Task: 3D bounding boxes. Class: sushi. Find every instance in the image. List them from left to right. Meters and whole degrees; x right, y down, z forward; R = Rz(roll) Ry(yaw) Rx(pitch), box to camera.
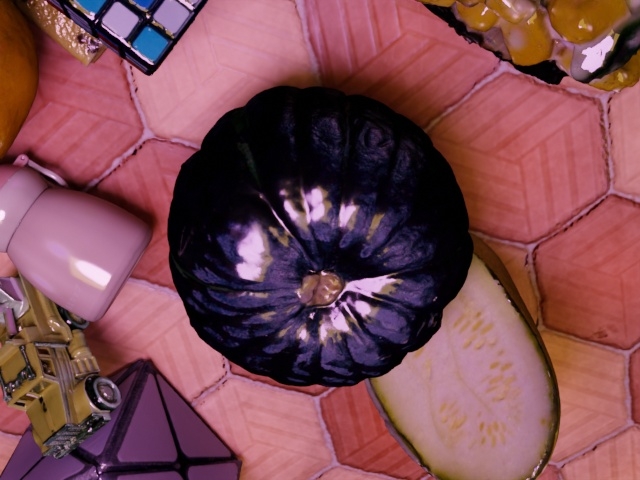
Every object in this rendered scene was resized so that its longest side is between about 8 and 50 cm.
[{"bbox_3d":[0.269,-0.298,0.797,0.329,0.285,0.328,42,110,-18],"label":"sushi"}]

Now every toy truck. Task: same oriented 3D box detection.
[{"bbox_3d":[-0.376,0.151,1.052,0.128,0.135,0.259,-39,67,18],"label":"toy truck"}]

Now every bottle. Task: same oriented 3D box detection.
[{"bbox_3d":[-0.349,-0.012,1.029,0.237,0.147,0.147,31,113,-9],"label":"bottle"}]

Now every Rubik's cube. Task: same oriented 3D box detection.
[{"bbox_3d":[-0.292,0.369,1.148,0.260,0.254,0.259,-34,111,16],"label":"Rubik's cube"},{"bbox_3d":[-0.197,-0.298,0.840,0.187,0.184,0.182,37,90,-14],"label":"Rubik's cube"}]

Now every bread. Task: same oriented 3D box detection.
[{"bbox_3d":[-0.331,-0.310,0.936,0.226,0.049,0.088,41,110,-16],"label":"bread"}]

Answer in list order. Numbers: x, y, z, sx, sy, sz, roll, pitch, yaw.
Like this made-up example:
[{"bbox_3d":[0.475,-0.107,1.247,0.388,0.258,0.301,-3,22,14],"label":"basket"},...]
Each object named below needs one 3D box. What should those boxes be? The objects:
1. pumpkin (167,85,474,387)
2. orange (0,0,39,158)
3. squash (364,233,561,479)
[{"bbox_3d":[0.000,0.000,0.959,0.364,0.266,0.363,-1,112,-2],"label":"pumpkin"},{"bbox_3d":[-0.449,-0.184,0.883,0.279,0.278,0.235,10,151,-3],"label":"orange"},{"bbox_3d":[0.170,0.165,1.008,0.210,0.309,0.234,40,110,-16],"label":"squash"}]
